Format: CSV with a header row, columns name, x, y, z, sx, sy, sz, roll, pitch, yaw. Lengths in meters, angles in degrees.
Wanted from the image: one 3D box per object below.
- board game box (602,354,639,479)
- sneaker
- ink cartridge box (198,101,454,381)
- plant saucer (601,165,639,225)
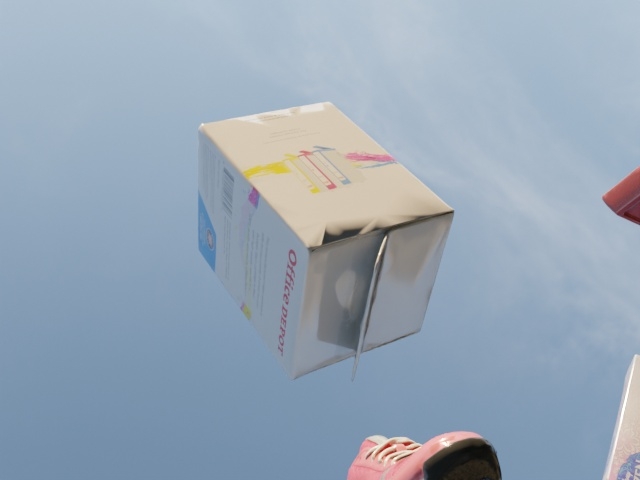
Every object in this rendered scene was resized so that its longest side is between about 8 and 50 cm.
name,x,y,z,sx,sy,sz,roll,pitch,yaw
board game box,0.580,0.342,1.067,0.318,0.066,0.318,17,-136,20
sneaker,0.075,0.255,0.776,0.116,0.314,0.136,-3,-128,-21
ink cartridge box,0.000,0.000,0.418,0.090,0.092,0.143,-16,-136,-28
plant saucer,0.727,-0.069,1.462,0.258,0.259,0.047,24,-114,-1
